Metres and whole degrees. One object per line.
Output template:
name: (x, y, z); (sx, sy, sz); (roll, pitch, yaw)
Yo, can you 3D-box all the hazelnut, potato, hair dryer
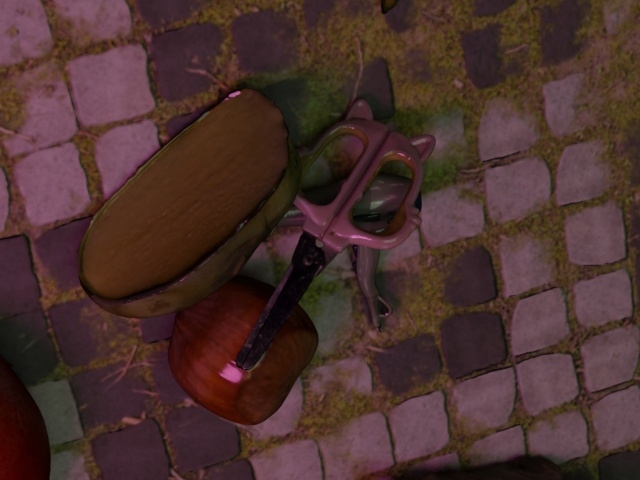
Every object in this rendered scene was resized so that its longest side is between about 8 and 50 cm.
hazelnut: (-0.085, 0.114, 1.719); (0.150, 0.150, 0.150); (-6, 111, -17)
potato: (-0.116, -0.016, 1.653); (0.271, 0.160, 0.111); (-43, 141, -1)
hair dryer: (0.013, 0.010, 1.762); (0.167, 0.067, 0.199); (6, 122, -12)

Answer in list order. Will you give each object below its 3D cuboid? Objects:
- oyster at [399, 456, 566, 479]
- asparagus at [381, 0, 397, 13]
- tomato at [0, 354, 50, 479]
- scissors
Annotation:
oyster: (0.212, 0.331, 1.908); (0.341, 0.110, 0.166); (-10, 107, -12)
asparagus: (0.066, -0.345, 1.649); (0.034, 0.027, 0.236); (-17, 115, -24)
tomato: (-0.411, 0.238, 1.593); (0.338, 0.143, 0.339); (-2, 95, -23)
scissors: (0.000, 0.000, 1.673); (0.160, 0.024, 0.318); (30, 75, 12)
